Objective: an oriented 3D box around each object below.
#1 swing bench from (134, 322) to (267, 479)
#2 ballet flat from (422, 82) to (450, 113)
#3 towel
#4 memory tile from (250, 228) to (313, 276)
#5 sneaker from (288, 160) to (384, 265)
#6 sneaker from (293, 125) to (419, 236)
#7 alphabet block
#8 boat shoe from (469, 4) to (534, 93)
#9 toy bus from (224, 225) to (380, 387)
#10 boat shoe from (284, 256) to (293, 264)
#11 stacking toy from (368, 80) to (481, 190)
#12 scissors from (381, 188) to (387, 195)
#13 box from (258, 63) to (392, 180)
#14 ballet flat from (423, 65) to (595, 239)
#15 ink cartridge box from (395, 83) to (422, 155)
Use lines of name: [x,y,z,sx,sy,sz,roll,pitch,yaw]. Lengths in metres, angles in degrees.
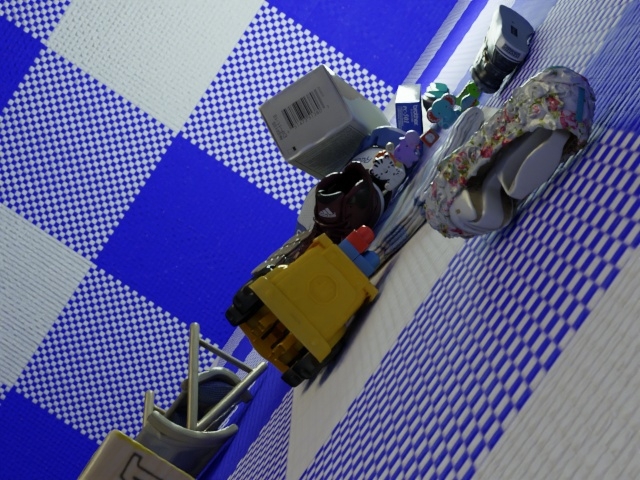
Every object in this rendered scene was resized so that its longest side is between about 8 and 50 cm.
swing bench: [-0.251,0.339,2.140,0.253,0.165,0.255,-52,12,40]
ballet flat: [0.213,-0.248,2.118,0.168,0.057,0.052,-58,-25,-71]
towel: [0.128,-0.056,1.677,0.209,0.034,0.285,-58,5,-35]
memory tile: [-0.059,0.020,1.977,0.113,0.012,0.148,-41,7,-17]
sneaker: [0.000,0.000,1.751,0.162,0.106,0.281,68,-137,-63]
sneaker: [0.035,-0.046,2.003,0.315,0.127,0.182,-51,5,39]
alphabet block: [-0.301,0.432,1.767,0.197,0.193,0.192,-59,6,-28]
boat shoe: [0.254,-0.276,1.677,0.083,0.065,0.183,-52,7,29]
toy bus: [-0.007,0.075,1.595,0.211,0.149,0.220,-44,-3,-19]
boat shoe: [-0.014,0.073,1.943,0.095,0.079,0.254,-43,18,-4]
stacking toy: [0.162,-0.173,1.795,0.221,0.052,0.167,-44,4,12]
scissors: [-0.004,0.026,1.873,0.297,0.021,0.109,-36,19,23]
box: [0.030,-0.191,2.105,0.148,0.121,0.311,-32,-18,13]
ballet flat: [0.162,-0.059,1.049,0.241,0.091,0.077,123,155,-48]
ink cartridge box: [0.162,-0.219,2.109,0.207,0.046,0.097,-71,-23,-73]
